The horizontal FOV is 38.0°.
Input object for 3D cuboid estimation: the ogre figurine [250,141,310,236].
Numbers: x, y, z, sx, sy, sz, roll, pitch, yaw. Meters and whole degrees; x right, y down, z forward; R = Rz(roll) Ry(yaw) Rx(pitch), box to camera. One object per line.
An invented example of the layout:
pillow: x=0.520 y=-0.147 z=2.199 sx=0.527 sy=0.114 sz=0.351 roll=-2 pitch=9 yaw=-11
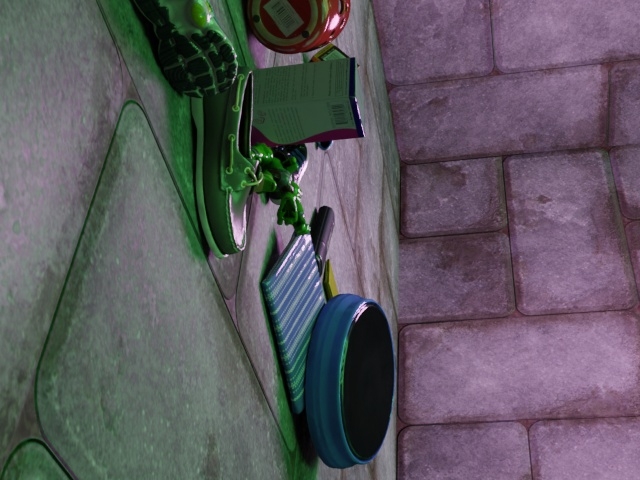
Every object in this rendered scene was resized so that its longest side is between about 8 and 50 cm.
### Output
ogre figurine: x=-0.082 y=-0.106 z=1.731 sx=0.197 sy=0.097 sz=0.118 roll=33 pitch=26 yaw=-16

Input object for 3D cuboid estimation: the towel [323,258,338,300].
towel: x=0.038 y=0.170 z=2.483 sx=0.102 sy=0.021 sz=0.237 roll=-90 pitch=169 yaw=-52

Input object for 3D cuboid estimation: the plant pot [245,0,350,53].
plant pot: x=-0.046 y=-0.467 z=1.854 sx=0.174 sy=0.191 sz=0.191 roll=-58 pitch=142 yaw=-68

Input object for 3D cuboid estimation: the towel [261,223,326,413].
towel: x=-0.047 y=0.162 z=1.934 sx=0.243 sy=0.040 sz=0.335 roll=-60 pitch=144 yaw=-53

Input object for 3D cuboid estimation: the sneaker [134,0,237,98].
sneaker: x=-0.186 y=-0.316 z=1.303 sx=0.275 sy=0.107 sz=0.110 roll=73 pitch=7 yaw=-49

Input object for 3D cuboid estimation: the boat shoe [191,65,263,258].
boat shoe: x=-0.141 y=-0.125 z=1.459 sx=0.109 sy=0.091 sz=0.304 roll=4 pitch=82 yaw=-79

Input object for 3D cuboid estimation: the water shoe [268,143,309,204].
water shoe: x=-0.069 y=-0.164 z=1.911 sx=0.080 sy=0.073 sz=0.203 roll=71 pitch=17 yaw=-44

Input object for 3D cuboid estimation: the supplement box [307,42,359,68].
supplement box: x=-0.014 y=-0.300 z=1.914 sx=0.188 sy=0.081 sz=0.104 roll=-52 pitch=178 yaw=34

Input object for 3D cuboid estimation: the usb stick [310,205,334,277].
usb stick: x=0.000 y=0.000 z=2.274 sx=0.278 sy=0.045 sz=0.077 roll=-75 pitch=157 yaw=-62

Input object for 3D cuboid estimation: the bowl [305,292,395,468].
bowl: x=0.078 y=0.314 z=2.080 sx=0.391 sy=0.077 sz=0.390 roll=-1 pitch=90 yaw=-67

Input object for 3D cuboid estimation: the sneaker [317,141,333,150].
sneaker: x=0.009 y=-0.301 z=2.436 sx=0.059 sy=0.053 sz=0.144 roll=-71 pitch=153 yaw=-60

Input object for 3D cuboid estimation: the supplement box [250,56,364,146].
supplement box: x=-0.033 y=-0.257 z=1.747 sx=0.111 sy=0.220 sz=0.113 roll=73 pitch=15 yaw=-51
